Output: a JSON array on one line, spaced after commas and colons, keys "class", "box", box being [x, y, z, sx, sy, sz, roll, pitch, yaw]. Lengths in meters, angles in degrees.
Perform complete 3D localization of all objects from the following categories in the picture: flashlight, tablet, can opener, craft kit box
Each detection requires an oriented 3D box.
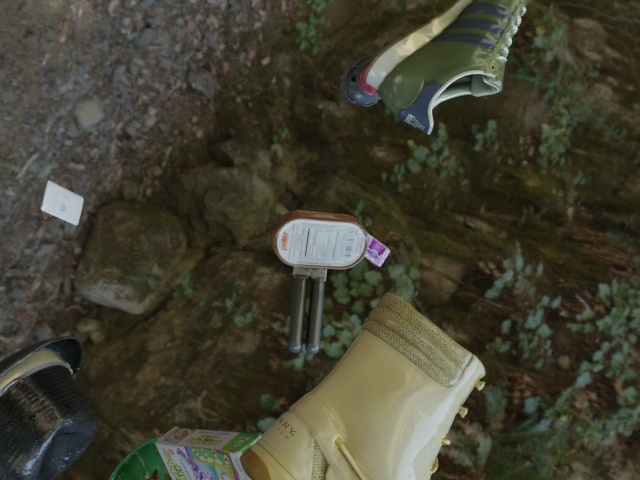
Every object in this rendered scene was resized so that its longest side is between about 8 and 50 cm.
[{"class": "flashlight", "box": [0.096, -0.247, 0.872, 0.304, 0.103, 0.103, -143, -118, -73]}, {"class": "tablet", "box": [-0.449, -0.065, 0.990, 0.083, 0.006, 0.054, 39, 53, -62]}, {"class": "can opener", "box": [-0.026, 0.098, 1.205, 0.093, 0.074, 0.280, 94, 1, -68]}, {"class": "craft kit box", "box": [-0.145, 0.434, 0.946, 0.247, 0.249, 0.061, -15, -169, 45]}]

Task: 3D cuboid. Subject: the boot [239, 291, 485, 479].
[{"class": "boot", "box": [0.085, 0.196, 0.493, 0.203, 0.262, 0.095, -48, -167, -20]}]

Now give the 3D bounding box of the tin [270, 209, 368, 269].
[{"class": "tin", "box": [0.000, 0.000, 1.076, 0.040, 0.190, 0.106, -129, -136, -69]}]

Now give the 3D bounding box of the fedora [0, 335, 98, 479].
[{"class": "fedora", "box": [-0.481, 0.320, 0.946, 0.334, 0.152, 0.334, -49, 170, -12]}]

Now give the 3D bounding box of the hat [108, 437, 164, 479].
[{"class": "hat", "box": [-0.370, 0.581, 1.289, 0.208, 0.184, 0.173, -24, 135, -55]}]

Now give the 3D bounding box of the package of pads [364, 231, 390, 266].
[{"class": "package of pads", "box": [0.117, 0.019, 1.316, 0.050, 0.083, 0.032, -57, -154, -4]}]

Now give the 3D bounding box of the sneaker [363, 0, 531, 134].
[{"class": "sneaker", "box": [0.139, -0.168, 0.504, 0.192, 0.086, 0.064, -36, 170, -1]}]
